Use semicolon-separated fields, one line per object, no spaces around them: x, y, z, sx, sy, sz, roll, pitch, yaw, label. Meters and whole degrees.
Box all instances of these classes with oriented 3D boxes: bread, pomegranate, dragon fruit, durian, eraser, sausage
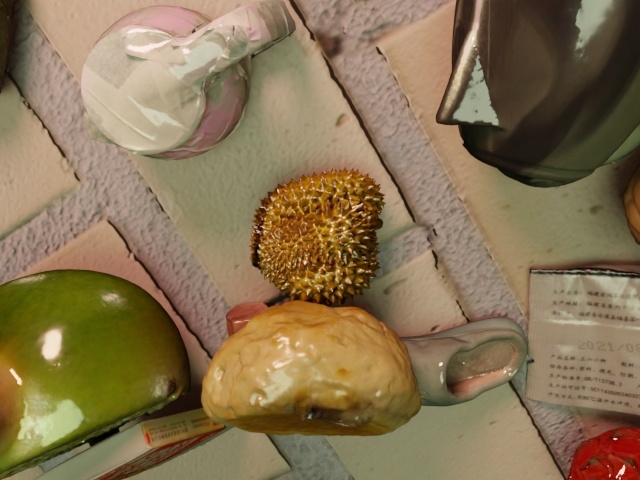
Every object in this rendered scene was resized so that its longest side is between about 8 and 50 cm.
-0.011;0.146;0.688;0.245;0.134;0.244;3;154;1;bread
-0.329;0.141;0.678;0.310;0.358;0.216;-24;75;10;pomegranate
0.414;0.325;0.779;0.210;0.172;0.172;15;109;-11;dragon fruit
0.000;0.000;0.709;0.168;0.137;0.158;-12;87;-2;durian
-0.214;0.260;0.766;0.157;0.230;0.038;-30;73;12;eraser
-0.082;0.169;0.807;0.065;0.065;0.169;-5;108;5;sausage

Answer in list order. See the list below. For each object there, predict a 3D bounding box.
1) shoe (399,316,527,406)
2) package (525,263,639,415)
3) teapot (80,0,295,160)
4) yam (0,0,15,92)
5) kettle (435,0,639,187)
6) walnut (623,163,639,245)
0.145;0.171;0.775;0.251;0.100;0.103;-18;108;6;shoe
0.393;0.124;0.767;0.251;0.062;0.203;-3;108;8;package
-0.135;-0.160;0.632;0.222;0.178;0.163;-3;110;3;teapot
-0.390;-0.237;0.664;0.107;0.107;0.183;15;112;-2;yam
0.269;-0.209;0.596;0.321;0.228;0.324;-4;118;-29;kettle
0.446;-0.048;0.615;0.261;0.225;0.224;-27;106;-3;walnut
